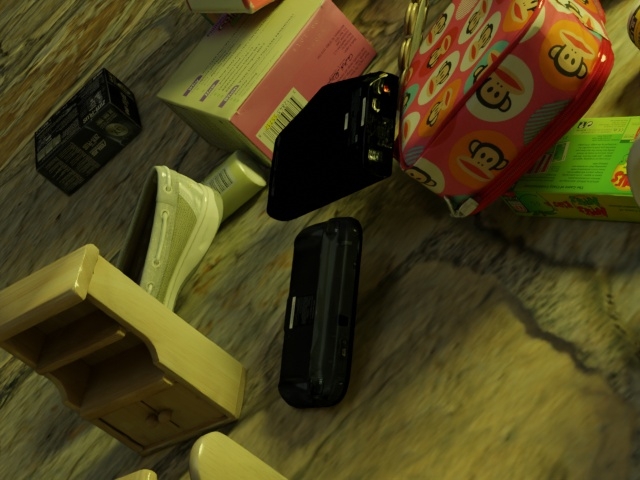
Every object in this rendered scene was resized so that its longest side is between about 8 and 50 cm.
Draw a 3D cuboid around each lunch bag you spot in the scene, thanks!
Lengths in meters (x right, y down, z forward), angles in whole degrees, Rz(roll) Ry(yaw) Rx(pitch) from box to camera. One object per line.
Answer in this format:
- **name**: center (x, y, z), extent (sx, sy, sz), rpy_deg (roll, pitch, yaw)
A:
- **lunch bag**: center (0.164, -0.162, 1.109), extent (0.258, 0.120, 0.293), rpy_deg (-48, 16, 29)

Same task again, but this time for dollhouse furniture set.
- **dollhouse furniture set**: center (-0.235, 0.246, 1.075), extent (0.362, 0.256, 0.394), rpy_deg (-25, 39, 31)

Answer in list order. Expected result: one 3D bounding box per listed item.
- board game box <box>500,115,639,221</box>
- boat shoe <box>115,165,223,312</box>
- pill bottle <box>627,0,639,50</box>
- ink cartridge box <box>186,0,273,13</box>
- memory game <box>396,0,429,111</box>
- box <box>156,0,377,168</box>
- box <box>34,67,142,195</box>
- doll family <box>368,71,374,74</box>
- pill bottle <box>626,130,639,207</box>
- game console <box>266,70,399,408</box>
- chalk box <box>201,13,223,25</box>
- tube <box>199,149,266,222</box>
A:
- **board game box**: center (0.262, -0.068, 1.029), extent (0.181, 0.043, 0.092), rpy_deg (5, 60, 52)
- **boat shoe**: center (-0.238, 0.061, 1.387), extent (0.320, 0.103, 0.118), rpy_deg (-61, 35, 3)
- **pill bottle**: center (0.344, -0.188, 1.041), extent (0.065, 0.065, 0.116), rpy_deg (-39, 33, 14)
- **ink cartridge box**: center (-0.046, -0.522, 1.534), extent (0.384, 0.279, 0.160), rpy_deg (-35, 27, -29)
- **memory game**: center (0.110, -0.246, 1.296), extent (0.012, 0.186, 0.186), rpy_deg (12, 56, 8)
- **box**: center (-0.080, -0.229, 1.525), extent (0.214, 0.117, 0.243), rpy_deg (-53, 34, -9)
- **box**: center (-0.404, -0.189, 1.891), extent (0.180, 0.077, 0.147), rpy_deg (-41, 33, 11)
- **doll family**: center (0.019, -0.141, 1.354), extent (0.111, 0.076, 0.193), rpy_deg (-43, 32, 45)
- **pill bottle**: center (0.374, -0.135, 0.847), extent (0.169, 0.169, 0.302), rpy_deg (4, 53, 51)
- **game console**: center (0.000, 0.000, 1.176), extent (0.213, 0.044, 0.361), rpy_deg (-21, 59, 58)
- **chalk box**: center (-0.107, -0.393, 1.716), extent (0.132, 0.132, 0.213), rpy_deg (-21, 40, 34)
- **tube**: center (-0.177, -0.027, 1.486), extent (0.240, 0.062, 0.070), rpy_deg (-39, -1, 19)
